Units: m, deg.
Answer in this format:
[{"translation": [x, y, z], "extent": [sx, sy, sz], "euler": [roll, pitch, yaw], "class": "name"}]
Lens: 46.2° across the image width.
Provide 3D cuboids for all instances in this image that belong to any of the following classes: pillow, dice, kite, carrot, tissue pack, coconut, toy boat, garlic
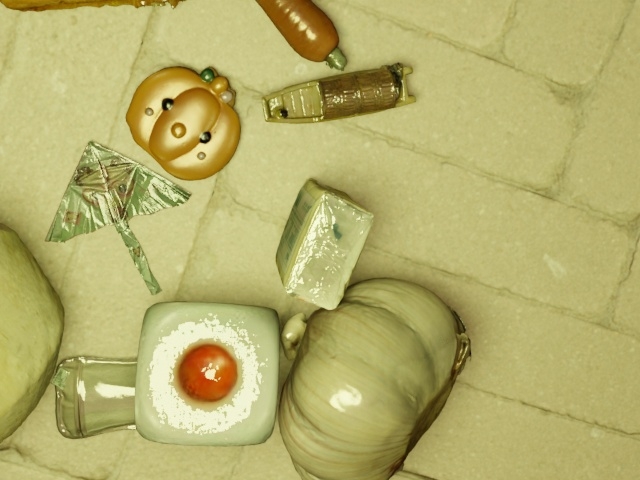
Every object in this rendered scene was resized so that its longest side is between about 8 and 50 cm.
[{"translation": [-0.291, 0.236, 1.155], "extent": [0.233, 0.038, 0.130], "euler": [-4, 93, -8], "class": "pillow"}, {"translation": [-0.158, 0.186, 1.064], "extent": [0.194, 0.192, 0.193], "euler": [2, 80, -9], "class": "dice"}, {"translation": [-0.300, -0.029, 1.122], "extent": [0.229, 0.012, 0.250], "euler": [-20, 102, 1], "class": "kite"}, {"translation": [-0.082, -0.364, 1.062], "extent": [0.069, 0.069, 0.336], "euler": [-44, 97, 3], "class": "carrot"}, {"translation": [0.000, 0.000, 1.064], "extent": [0.092, 0.196, 0.148], "euler": [21, 97, -9], "class": "tissue pack"}, {"translation": [-0.548, 0.103, 0.953], "extent": [0.415, 0.345, 0.415], "euler": [-14, 121, -25], "class": "coconut"}, {"translation": [0.028, -0.209, 1.085], "extent": [0.226, 0.088, 0.068], "euler": [-10, 102, -5], "class": "toy boat"}, {"translation": [0.066, 0.209, 1.067], "extent": [0.322, 0.241, 0.321], "euler": [-17, 117, -36], "class": "garlic"}]

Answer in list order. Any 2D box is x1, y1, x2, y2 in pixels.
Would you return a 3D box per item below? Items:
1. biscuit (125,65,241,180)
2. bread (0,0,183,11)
[{"translation": [-0.189, -0.176, 1.087], "extent": [0.170, 0.050, 0.170], "euler": [-1, 101, -7], "class": "biscuit"}, {"translation": [-0.306, -0.380, 1.025], "extent": [0.271, 0.077, 0.139], "euler": [-6, 104, -3], "class": "bread"}]
